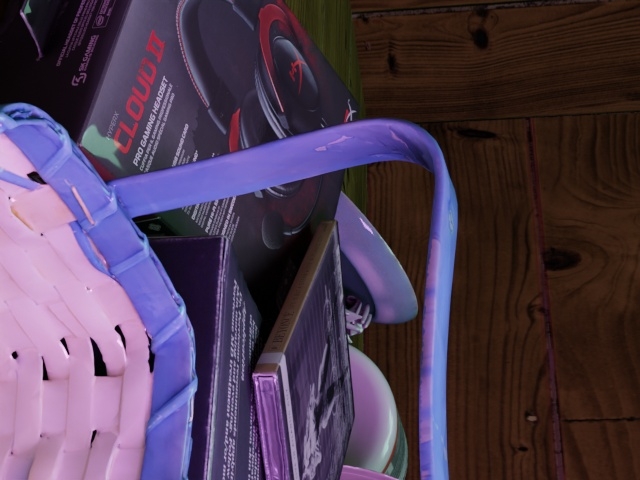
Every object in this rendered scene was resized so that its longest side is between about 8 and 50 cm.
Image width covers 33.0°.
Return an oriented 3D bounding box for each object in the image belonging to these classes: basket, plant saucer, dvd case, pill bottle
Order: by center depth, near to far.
[{"bbox_3d":[-0.093,0.082,0.377,0.201,0.289,0.254,67,21,-50],"label":"basket"},{"bbox_3d":[-0.006,0.103,0.694,0.221,0.018,0.164,-68,155,-65],"label":"dvd case"},{"bbox_3d":[0.006,0.269,1.408,0.363,0.210,0.210,71,18,-68],"label":"pill bottle"},{"bbox_3d":[0.000,0.000,1.419,0.044,0.318,0.317,-43,154,-15],"label":"plant saucer"}]

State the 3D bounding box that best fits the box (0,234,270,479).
[{"bbox_3d":[-0.115,0.217,0.611,0.312,0.179,0.343,72,18,-62],"label":"box"}]

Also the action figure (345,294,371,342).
[{"bbox_3d":[-0.034,0.082,1.390,0.099,0.185,0.285,-56,178,-14],"label":"action figure"}]

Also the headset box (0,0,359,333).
[{"bbox_3d":[-0.099,-0.083,0.719,0.293,0.110,0.218,48,47,-48],"label":"headset box"}]

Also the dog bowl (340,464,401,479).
[{"bbox_3d":[-0.002,0.364,0.895,0.102,0.349,0.348,106,-16,-75],"label":"dog bowl"}]
